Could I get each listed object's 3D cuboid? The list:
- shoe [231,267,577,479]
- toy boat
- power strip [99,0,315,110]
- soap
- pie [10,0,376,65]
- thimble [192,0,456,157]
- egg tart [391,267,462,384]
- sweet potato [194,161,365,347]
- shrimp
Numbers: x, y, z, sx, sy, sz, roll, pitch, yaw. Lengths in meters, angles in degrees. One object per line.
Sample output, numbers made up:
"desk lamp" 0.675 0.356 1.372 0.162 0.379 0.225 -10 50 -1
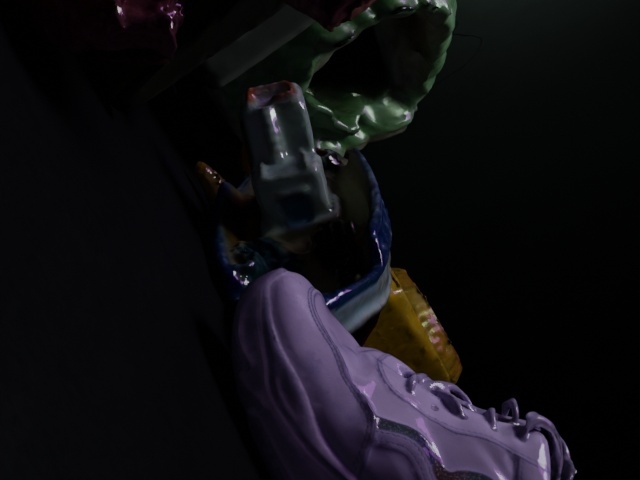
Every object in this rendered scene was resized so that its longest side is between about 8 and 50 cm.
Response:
"shoe" 0.053 0.110 0.605 0.245 0.137 0.095 62 -2 11
"toy boat" -0.016 -0.018 0.781 0.262 0.114 0.115 -101 175 -54
"power strip" -0.031 -0.189 0.799 0.092 0.257 0.251 54 7 -26
"soap" 0.000 0.001 1.164 0.324 0.096 0.204 63 3 38
"pie" -0.061 -0.165 0.626 0.054 0.218 0.204 89 -7 -46
"thimble" 0.002 -0.167 0.973 0.150 0.219 0.219 55 0 22
"egg tart" 0.109 0.134 1.713 0.288 0.118 0.288 57 0 0
"sweet potato" -0.017 0.031 0.903 0.226 0.068 0.068 60 3 -11
"shrimp" -0.064 -0.104 1.077 0.145 0.059 0.254 14 37 -34
